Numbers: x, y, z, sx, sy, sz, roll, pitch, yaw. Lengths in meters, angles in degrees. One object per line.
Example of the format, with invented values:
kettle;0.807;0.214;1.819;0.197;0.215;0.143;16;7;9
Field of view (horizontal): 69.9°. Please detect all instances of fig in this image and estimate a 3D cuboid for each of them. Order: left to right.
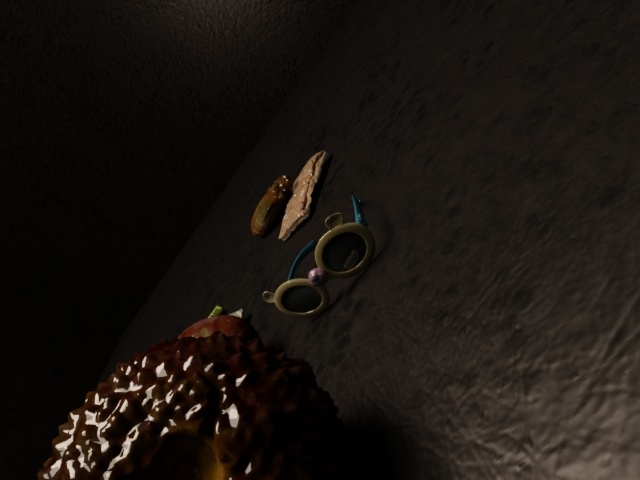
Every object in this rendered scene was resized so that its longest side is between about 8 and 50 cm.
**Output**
fig;-0.162;0.216;0.765;0.231;0.143;0.160;79;-152;-64

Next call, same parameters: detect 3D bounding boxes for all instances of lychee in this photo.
lychee;-0.105;0.218;0.415;0.267;0.267;0.267;-48;21;25

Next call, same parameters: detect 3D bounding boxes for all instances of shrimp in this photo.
shrimp;-0.120;-0.110;1.225;0.287;0.063;0.152;-48;12;54

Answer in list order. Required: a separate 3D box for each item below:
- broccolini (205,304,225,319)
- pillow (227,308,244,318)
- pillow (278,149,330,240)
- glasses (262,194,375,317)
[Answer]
broccolini;-0.356;0.341;1.155;0.392;0.079;0.074;-55;7;-14
pillow;-0.223;0.252;0.943;0.128;0.051;0.229;-36;28;44
pillow;-0.042;-0.113;1.092;0.126;0.043;0.232;-43;25;49
glasses;0.024;0.019;0.724;0.190;0.088;0.220;-49;0;25
